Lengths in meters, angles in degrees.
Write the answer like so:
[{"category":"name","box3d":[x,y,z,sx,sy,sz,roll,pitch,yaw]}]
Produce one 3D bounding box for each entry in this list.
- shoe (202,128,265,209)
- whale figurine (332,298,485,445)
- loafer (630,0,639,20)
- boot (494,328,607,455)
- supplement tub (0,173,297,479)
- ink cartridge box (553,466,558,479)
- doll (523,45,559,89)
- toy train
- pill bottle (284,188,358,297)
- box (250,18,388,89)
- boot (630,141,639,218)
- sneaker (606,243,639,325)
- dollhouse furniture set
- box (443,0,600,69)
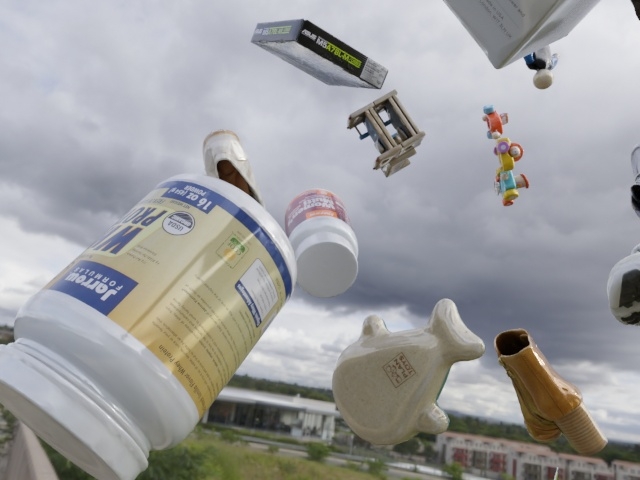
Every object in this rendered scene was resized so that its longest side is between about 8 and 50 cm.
[{"category":"shoe","box3d":[-0.119,-0.051,0.781,0.076,0.058,0.219,-19,-45,-9]},{"category":"whale figurine","box3d":[0.148,0.212,0.906,0.272,0.216,0.141,-46,-27,21]},{"category":"loafer","box3d":[0.755,-0.634,1.357,0.080,0.220,0.078,-12,-20,-37]},{"category":"boot","box3d":[0.388,0.257,1.000,0.104,0.211,0.295,-34,-10,-2]},{"category":"supplement tub","box3d":[-0.195,0.094,0.648,0.228,0.316,0.228,22,-39,19]},{"category":"ink cartridge box","box3d":[0.181,0.391,0.602,0.096,0.255,0.189,9,-51,32]},{"category":"doll","box3d":[0.412,-0.371,1.058,0.129,0.189,0.046,12,-30,-33]},{"category":"toy train","box3d":[0.316,-0.144,0.936,0.046,0.125,0.167,-13,-63,11]},{"category":"pill bottle","box3d":[0.000,0.000,0.951,0.121,0.121,0.221,11,23,-10]},{"category":"box","box3d":[-0.004,-0.328,0.982,0.190,0.045,0.184,19,8,-33]},{"category":"boot","box3d":[0.764,-0.131,1.270,0.123,0.259,0.095,4,-35,-24]},{"category":"sneaker","box3d":[0.453,0.049,0.743,0.292,0.119,0.110,14,-37,-43]},{"category":"dollhouse furniture set","box3d":[0.144,-0.235,1.312,0.128,0.129,0.184,-30,-10,-8]},{"category":"box","box3d":[0.180,-0.282,0.462,0.119,0.181,0.182,-29,-11,-27]}]
